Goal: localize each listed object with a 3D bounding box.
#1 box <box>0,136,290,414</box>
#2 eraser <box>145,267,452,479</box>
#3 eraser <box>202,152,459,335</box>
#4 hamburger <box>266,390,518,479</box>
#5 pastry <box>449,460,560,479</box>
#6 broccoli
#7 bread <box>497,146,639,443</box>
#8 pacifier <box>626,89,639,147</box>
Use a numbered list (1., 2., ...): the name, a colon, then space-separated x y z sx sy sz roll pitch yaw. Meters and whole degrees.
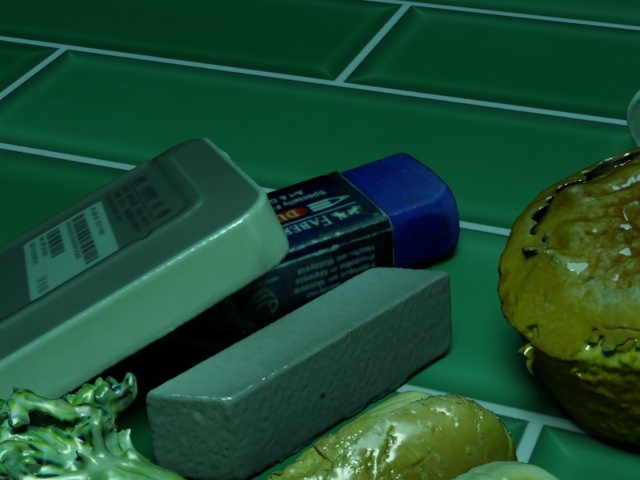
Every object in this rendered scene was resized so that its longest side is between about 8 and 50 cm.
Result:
1. box: -0.237 0.026 1.382 0.373 0.090 0.367 -32 23 -7
2. eraser: -0.012 0.135 1.330 0.352 0.111 0.077 -27 38 -32
3. eraser: 0.000 0.000 1.544 0.332 0.102 0.155 -20 36 -22
4. hamburger: 0.065 0.219 1.177 0.262 0.131 0.124 -29 40 -26
5. pastry: 0.161 0.264 1.098 0.156 0.092 0.156 6 59 -9
6. broccoli: -0.179 0.217 1.160 0.274 0.177 0.199 -4 37 -3
7. bread: 0.364 0.041 1.320 0.336 0.204 0.358 5 40 31
8. pacifier: 0.511 -0.076 1.517 0.343 0.288 0.269 11 62 29
